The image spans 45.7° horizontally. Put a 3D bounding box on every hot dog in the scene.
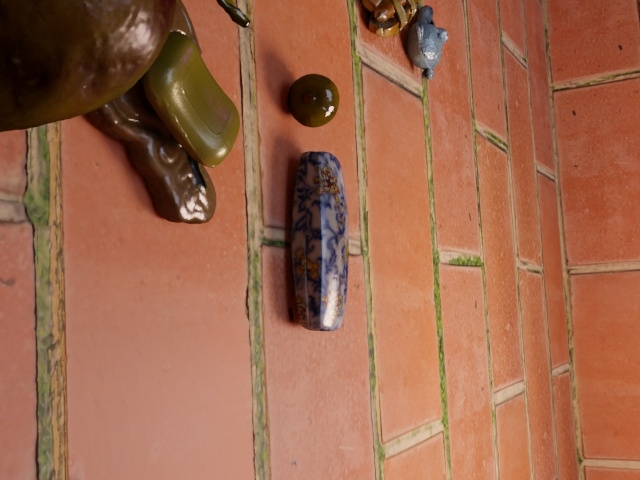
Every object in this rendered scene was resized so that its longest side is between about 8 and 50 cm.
[{"bbox_3d":[0.140,-0.452,1.383,0.269,0.072,0.109,-58,136,-48],"label":"hot dog"}]

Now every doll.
[{"bbox_3d":[0.223,-0.411,1.523,0.120,0.075,0.180,67,33,-36],"label":"doll"}]

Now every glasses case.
[{"bbox_3d":[0.000,0.000,1.042,0.087,0.065,0.248,13,75,-58],"label":"glasses case"}]

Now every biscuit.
[{"bbox_3d":[-0.174,-0.161,0.774,0.183,0.047,0.320,-38,119,-55],"label":"biscuit"}]

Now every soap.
[{"bbox_3d":[-0.129,-0.139,0.760,0.140,0.045,0.089,57,37,-42],"label":"soap"}]

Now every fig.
[{"bbox_3d":[-0.007,-0.194,1.061,0.088,0.073,0.074,-22,105,-77],"label":"fig"},{"bbox_3d":[-0.235,-0.133,0.532,0.290,0.190,0.191,-56,134,-32],"label":"fig"}]

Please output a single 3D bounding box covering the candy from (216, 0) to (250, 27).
[{"bbox_3d":[-0.183,-0.295,0.639,0.297,0.081,0.187,39,16,-28],"label":"candy"}]
